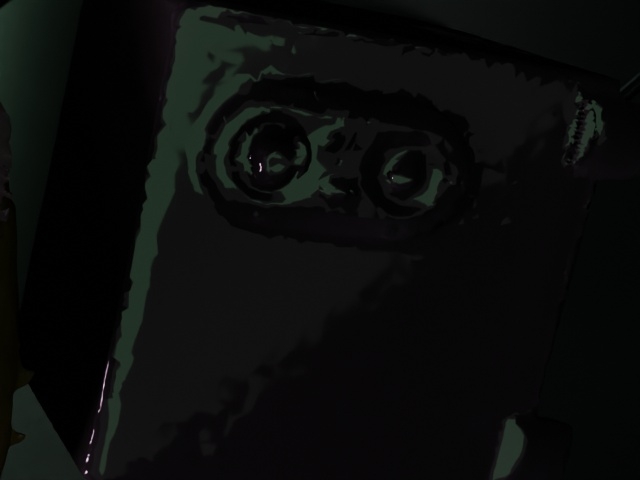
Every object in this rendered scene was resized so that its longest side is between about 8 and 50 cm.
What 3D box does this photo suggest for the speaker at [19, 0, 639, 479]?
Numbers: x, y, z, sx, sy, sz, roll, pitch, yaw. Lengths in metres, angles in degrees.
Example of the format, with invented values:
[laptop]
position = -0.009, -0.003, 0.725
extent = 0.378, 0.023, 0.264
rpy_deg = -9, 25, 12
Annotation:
[speaker]
position = 0.000, 0.000, 0.820
extent = 0.254, 0.184, 0.232
rpy_deg = 8, 103, -25

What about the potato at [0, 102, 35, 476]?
[potato]
position = -0.243, 0.070, 0.738
extent = 0.229, 0.229, 0.266
rpy_deg = 2, 121, -25
